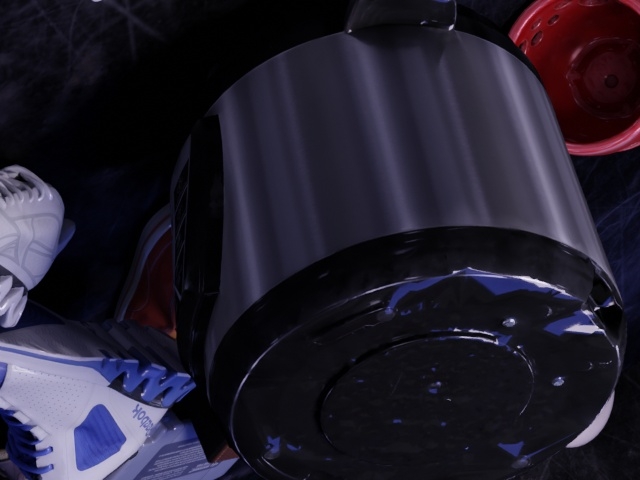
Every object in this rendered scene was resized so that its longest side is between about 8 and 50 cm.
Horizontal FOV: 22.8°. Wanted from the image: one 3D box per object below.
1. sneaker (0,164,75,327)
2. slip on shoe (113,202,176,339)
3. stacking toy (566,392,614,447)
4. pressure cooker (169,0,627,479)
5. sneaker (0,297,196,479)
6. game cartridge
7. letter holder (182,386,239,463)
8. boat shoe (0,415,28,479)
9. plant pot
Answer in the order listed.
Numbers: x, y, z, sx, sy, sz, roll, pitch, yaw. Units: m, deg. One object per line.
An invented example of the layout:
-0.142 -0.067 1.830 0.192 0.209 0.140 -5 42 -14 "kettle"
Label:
-0.278 -0.021 1.299 0.118 0.110 0.292 -44 168 -8 "sneaker"
-0.148 0.076 1.704 0.123 0.101 0.331 -29 159 -28 "slip on shoe"
0.145 0.207 2.267 0.480 0.350 0.351 -33 165 32 "stacking toy"
0.057 -0.014 1.446 0.370 0.420 0.375 -33 136 25 "pressure cooker"
-0.262 0.163 1.516 0.315 0.127 0.182 18 104 -47 "sneaker"
-0.189 0.271 2.068 0.198 0.062 0.297 -44 160 27 "game cartridge"
-0.006 0.108 1.840 0.214 0.152 0.302 -4 148 -37 "letter holder"
-0.322 0.202 1.689 0.092 0.103 0.285 -17 147 -34 "boat shoe"
0.317 -0.191 1.803 0.191 0.191 0.174 -46 166 18 "plant pot"
